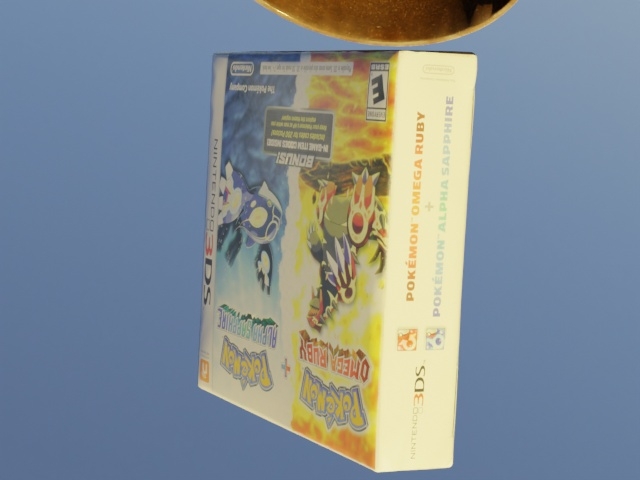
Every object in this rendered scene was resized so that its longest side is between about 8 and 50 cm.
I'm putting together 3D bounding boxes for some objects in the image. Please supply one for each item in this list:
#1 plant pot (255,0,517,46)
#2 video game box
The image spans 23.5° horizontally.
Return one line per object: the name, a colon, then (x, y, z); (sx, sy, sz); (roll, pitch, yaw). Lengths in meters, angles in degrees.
plant pot: (0.048, -0.281, 0.979); (0.215, 0.215, 0.230); (23, -121, -14)
video game box: (0.000, 0.000, 0.756); (0.048, 0.187, 0.205); (-2, -174, -27)
